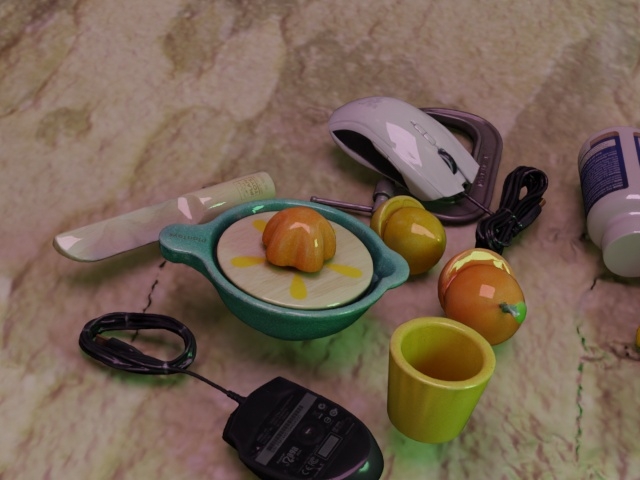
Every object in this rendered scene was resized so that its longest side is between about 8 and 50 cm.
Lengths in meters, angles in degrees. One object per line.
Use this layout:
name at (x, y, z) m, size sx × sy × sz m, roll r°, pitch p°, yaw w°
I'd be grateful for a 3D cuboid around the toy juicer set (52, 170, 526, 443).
toy juicer set at (0.000, 0.000, 0.891) m, size 0.329 × 0.090 × 0.209 m, roll 25°, pitch 38°, yaw 20°

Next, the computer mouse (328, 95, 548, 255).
computer mouse at (0.089, -0.066, 0.993) m, size 0.193 × 0.042 × 0.106 m, roll 34°, pitch 52°, yaw 18°

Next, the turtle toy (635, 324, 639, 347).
turtle toy at (0.296, 0.048, 0.911) m, size 0.095 × 0.066 × 0.130 m, roll 25°, pitch 47°, yaw 17°

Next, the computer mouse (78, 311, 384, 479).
computer mouse at (-0.064, 0.111, 0.831) m, size 0.242 × 0.041 × 0.071 m, roll 26°, pitch 56°, yaw 26°

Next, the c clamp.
c clamp at (0.082, -0.067, 1.034) m, size 0.137 × 0.022 × 0.161 m, roll 17°, pitch 46°, yaw 11°

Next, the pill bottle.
pill bottle at (0.243, -0.030, 0.983) m, size 0.067 × 0.067 × 0.120 m, roll 6°, pitch 44°, yaw -1°
